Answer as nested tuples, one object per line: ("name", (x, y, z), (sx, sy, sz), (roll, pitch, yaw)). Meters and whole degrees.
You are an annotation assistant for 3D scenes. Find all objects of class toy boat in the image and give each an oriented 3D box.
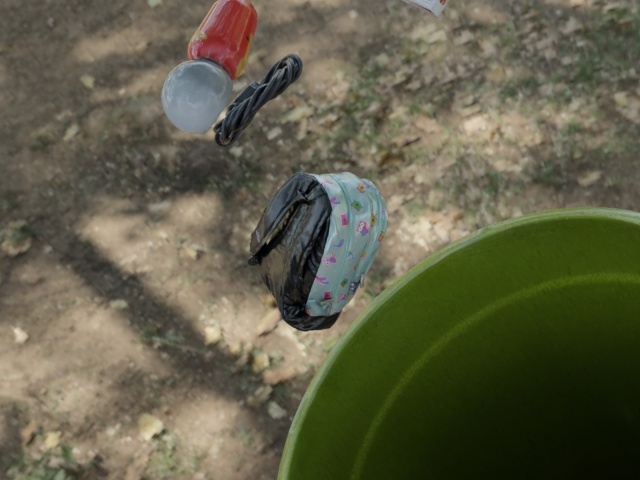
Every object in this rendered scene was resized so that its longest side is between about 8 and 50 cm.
("toy boat", (-0.116, -0.236, 0.853), (0.268, 0.318, 0.148), (8, 56, 17))

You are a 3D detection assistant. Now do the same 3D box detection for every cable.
("cable", (-0.092, -0.207, 1.541), (0.151, 0.047, 0.184), (-28, 19, 43))

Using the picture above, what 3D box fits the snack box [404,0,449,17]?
("snack box", (0.125, -0.288, 0.917), (0.064, 0.022, 0.178), (34, 92, 31))

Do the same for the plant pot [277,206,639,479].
("plant pot", (0.217, 0.224, 0.774), (0.367, 0.353, 0.366), (-26, 41, 25))

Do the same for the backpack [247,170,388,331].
("backpack", (0.000, 0.000, 1.241), (0.115, 0.182, 0.152), (-5, 41, -36))
